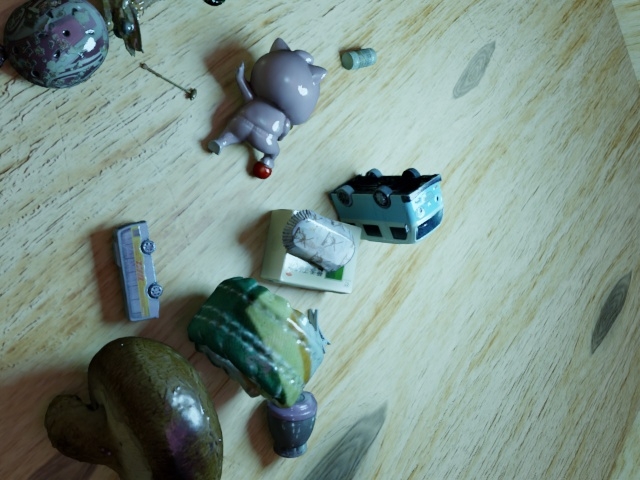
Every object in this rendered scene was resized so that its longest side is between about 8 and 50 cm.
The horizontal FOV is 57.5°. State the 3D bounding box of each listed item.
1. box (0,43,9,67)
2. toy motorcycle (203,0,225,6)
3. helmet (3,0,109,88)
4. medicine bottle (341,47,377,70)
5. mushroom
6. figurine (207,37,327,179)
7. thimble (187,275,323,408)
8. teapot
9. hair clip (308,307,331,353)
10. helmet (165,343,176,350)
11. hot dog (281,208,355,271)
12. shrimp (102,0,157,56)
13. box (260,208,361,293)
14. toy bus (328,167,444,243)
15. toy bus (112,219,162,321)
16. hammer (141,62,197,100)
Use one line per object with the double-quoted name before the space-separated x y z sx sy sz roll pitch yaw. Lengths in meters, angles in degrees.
"box" -0.594 -0.300 0.947 0.125 0.027 0.126 38 68 -32
"toy motorcycle" -0.173 -0.622 1.186 0.342 0.142 0.206 -54 127 -40
"helmet" -0.440 -0.353 1.007 0.153 0.107 0.177 55 51 -29
"medicine bottle" 0.098 -0.458 1.475 0.083 0.047 0.047 -23 105 -35
"mushroom" -0.292 0.327 1.017 0.239 0.345 0.345 -52 120 -27
"figurine" -0.114 -0.286 1.272 0.176 0.186 0.287 28 95 4
"thimble" -0.127 0.212 1.192 0.167 0.254 0.288 -52 147 -21
"teapot" -0.068 0.419 1.351 0.116 0.148 0.146 3 103 -3
"hair clip" -0.002 0.218 1.431 0.039 0.030 0.115 -33 114 -53
"helmet" -0.310 0.257 1.169 0.111 0.057 0.089 41 65 -32
"hot dog" 0.000 0.000 1.286 0.191 0.059 0.108 27 89 -39
"shrimp" -0.343 -0.502 1.111 0.168 0.077 0.317 -2 90 -41
"box" -0.020 0.029 1.369 0.212 0.095 0.168 13 86 -37
"toy bus" 0.166 -0.076 1.402 0.133 0.271 0.165 -33 114 -32
"toy bus" -0.354 0.059 1.128 0.075 0.064 0.190 -11 98 -25
"hammer" -0.306 -0.323 1.184 0.123 0.014 0.029 25 67 -33
